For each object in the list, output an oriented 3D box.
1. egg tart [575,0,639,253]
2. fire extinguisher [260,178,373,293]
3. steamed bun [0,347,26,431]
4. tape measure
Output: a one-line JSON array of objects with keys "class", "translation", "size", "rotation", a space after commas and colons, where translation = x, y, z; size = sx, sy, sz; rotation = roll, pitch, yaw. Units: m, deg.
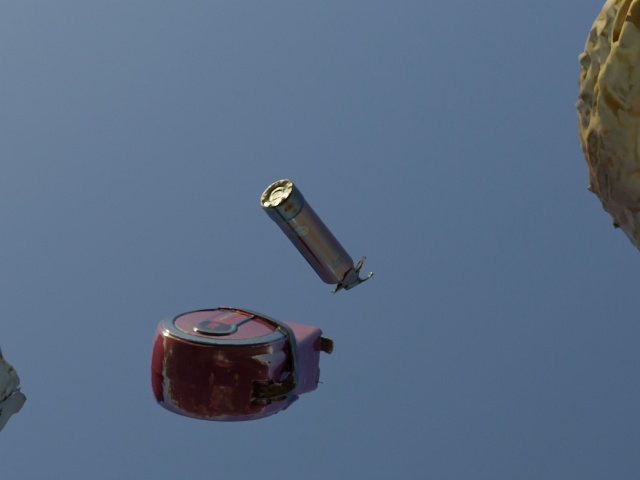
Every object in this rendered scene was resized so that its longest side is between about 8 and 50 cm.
[{"class": "egg tart", "translation": [0.175, -0.043, 0.450], "size": [0.191, 0.191, 0.074], "rotation": [1, -145, 13]}, {"class": "fire extinguisher", "translation": [0.000, 0.000, 0.784], "size": [0.028, 0.083, 0.022], "rotation": [-44, -147, -6]}, {"class": "steamed bun", "translation": [-0.447, 0.101, 1.256], "size": [0.394, 0.237, 0.347], "rotation": [3, -106, -25]}, {"class": "tape measure", "translation": [-0.065, 0.096, 1.079], "size": [0.125, 0.118, 0.074], "rotation": [8, -77, 22]}]
